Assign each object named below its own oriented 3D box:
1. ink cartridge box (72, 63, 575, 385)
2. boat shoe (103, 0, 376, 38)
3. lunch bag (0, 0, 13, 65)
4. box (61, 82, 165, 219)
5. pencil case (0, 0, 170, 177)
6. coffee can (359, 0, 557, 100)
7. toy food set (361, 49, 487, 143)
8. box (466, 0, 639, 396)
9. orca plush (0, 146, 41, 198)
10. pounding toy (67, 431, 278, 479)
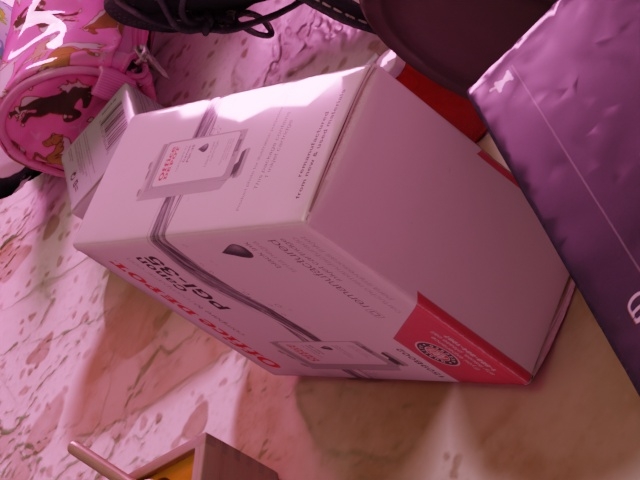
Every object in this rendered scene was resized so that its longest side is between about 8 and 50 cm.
[{"bbox_3d":[0.000,0.000,1.166,0.283,0.207,0.117,-5,56,54],"label":"ink cartridge box"},{"bbox_3d":[-0.101,-0.247,1.514,0.500,0.187,0.156,25,103,37],"label":"boat shoe"},{"bbox_3d":[-0.397,-0.228,2.023,0.096,0.129,0.151,-28,41,38],"label":"lunch bag"},{"bbox_3d":[-0.167,-0.064,1.580,0.102,0.087,0.101,-47,32,17],"label":"box"},{"bbox_3d":[-0.226,-0.238,1.764,0.160,0.167,0.386,91,179,-46],"label":"pencil case"},{"bbox_3d":[0.169,-0.241,1.156,0.201,0.201,0.275,-1,61,55],"label":"coffee can"},{"bbox_3d":[0.059,-0.119,1.293,0.232,0.104,0.111,-46,32,18],"label":"toy food set"},{"bbox_3d":[0.278,-0.057,0.852,0.312,0.179,0.343,-45,32,17],"label":"box"},{"bbox_3d":[-0.321,-0.129,1.854,0.102,0.151,0.287,108,163,-44],"label":"orca plush"},{"bbox_3d":[-0.112,0.199,1.242,0.130,0.100,0.141,-31,39,35],"label":"pounding toy"}]
